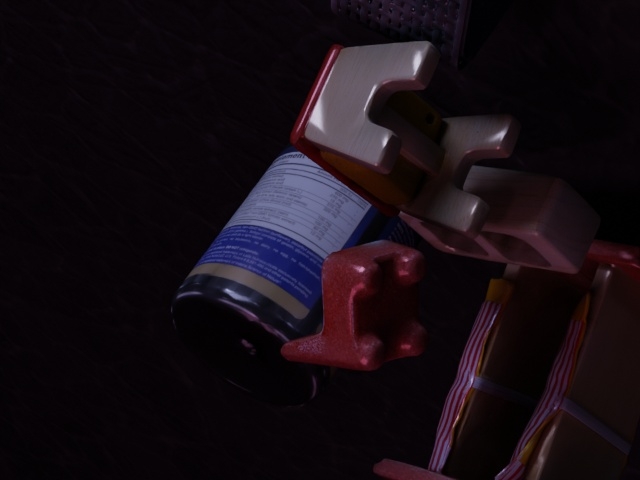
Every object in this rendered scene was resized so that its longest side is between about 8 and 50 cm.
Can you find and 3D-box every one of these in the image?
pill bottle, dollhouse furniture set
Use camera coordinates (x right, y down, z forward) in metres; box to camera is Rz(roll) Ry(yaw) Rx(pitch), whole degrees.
[{"bbox_3d":[0.000,0.000,1.025,0.123,0.219,0.122,25,148,17],"label":"pill bottle"},{"bbox_3d":[0.080,0.050,0.918,0.152,0.201,0.374,10,162,45],"label":"dollhouse furniture set"}]

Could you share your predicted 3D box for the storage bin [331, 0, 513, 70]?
[{"bbox_3d":[0.074,-0.196,0.769,0.084,0.122,0.180,27,149,14],"label":"storage bin"}]
